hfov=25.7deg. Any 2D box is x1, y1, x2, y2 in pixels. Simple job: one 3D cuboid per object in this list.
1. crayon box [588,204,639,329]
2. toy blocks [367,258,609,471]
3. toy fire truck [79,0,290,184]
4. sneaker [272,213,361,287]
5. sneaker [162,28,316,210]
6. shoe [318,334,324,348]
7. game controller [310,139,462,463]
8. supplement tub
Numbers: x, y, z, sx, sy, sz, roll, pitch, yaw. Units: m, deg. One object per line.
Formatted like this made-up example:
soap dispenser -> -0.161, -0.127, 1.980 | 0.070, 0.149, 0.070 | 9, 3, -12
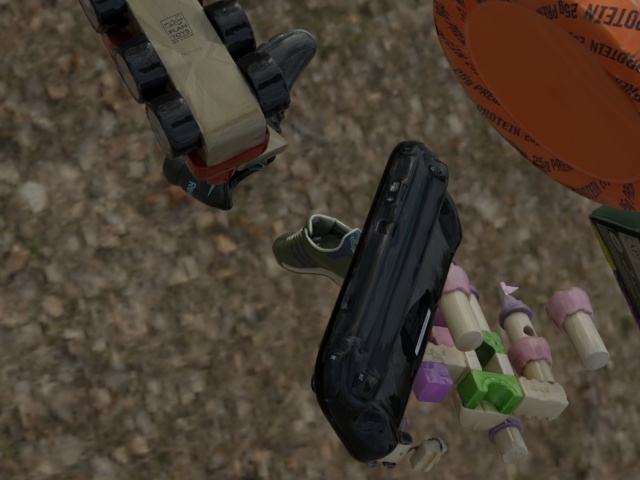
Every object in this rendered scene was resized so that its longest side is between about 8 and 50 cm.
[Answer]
crayon box -> 0.443, 0.060, 1.177 | 0.313, 0.106, 0.363 | -31, 106, -9
toy blocks -> 0.212, 0.153, 2.098 | 0.289, 0.309, 0.260 | 10, 39, -27
toy fire truck -> -0.115, -0.150, 1.331 | 0.158, 0.246, 0.217 | -27, 74, -15
sneaker -> 0.000, 0.000, 1.750 | 0.064, 0.192, 0.086 | -34, 122, -26
sneaker -> -0.083, -0.153, 1.810 | 0.267, 0.106, 0.101 | -50, 162, -6
shoe -> 0.063, 0.129, 1.989 | 0.076, 0.219, 0.058 | 39, 68, -16
game controller -> 0.071, 0.058, 1.384 | 0.166, 0.067, 0.319 | 72, 32, -50
supplement tub -> 0.230, -0.185, 0.743 | 0.338, 0.207, 0.207 | -44, 116, -15
